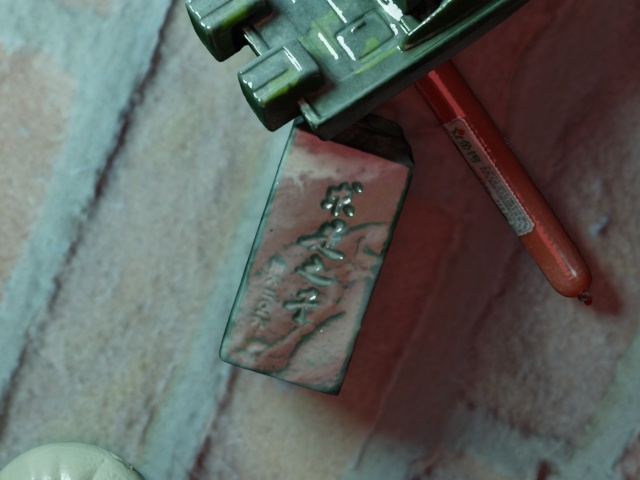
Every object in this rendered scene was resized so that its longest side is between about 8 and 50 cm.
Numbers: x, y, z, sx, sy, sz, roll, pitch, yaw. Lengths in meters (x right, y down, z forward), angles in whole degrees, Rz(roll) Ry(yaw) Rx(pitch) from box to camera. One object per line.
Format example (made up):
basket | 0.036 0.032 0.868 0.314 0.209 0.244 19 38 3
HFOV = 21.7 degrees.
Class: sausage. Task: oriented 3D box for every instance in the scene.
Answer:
sausage | 0.117 -0.056 1.143 0.034 0.034 0.253 -34 99 8

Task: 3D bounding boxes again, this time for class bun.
bun | -0.183 0.219 1.185 0.138 0.094 0.138 1 106 3

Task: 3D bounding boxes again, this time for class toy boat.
toy boat | 0.072 -0.195 1.066 0.319 0.092 0.141 -34 69 -5

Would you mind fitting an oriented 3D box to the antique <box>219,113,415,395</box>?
antique | 0.000 0.000 1.132 0.088 0.086 0.183 17 103 -3
